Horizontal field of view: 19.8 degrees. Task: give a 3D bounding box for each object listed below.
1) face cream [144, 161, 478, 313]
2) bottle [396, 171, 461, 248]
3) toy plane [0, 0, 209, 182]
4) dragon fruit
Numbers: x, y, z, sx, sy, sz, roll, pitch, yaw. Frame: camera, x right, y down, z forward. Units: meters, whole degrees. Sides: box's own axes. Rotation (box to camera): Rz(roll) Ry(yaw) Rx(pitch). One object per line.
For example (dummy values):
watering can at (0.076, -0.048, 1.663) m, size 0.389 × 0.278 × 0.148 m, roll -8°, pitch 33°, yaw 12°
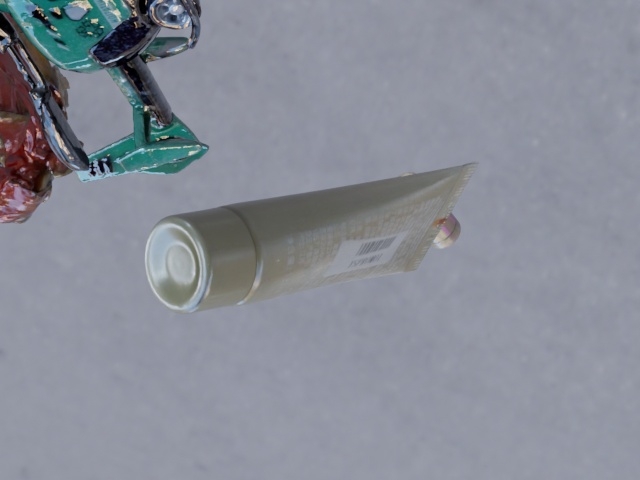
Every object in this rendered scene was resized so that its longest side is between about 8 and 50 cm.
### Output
face cream at (0.000, 0.000, 1.604) m, size 0.084 × 0.341 × 0.137 m, roll 47°, pitch 127°, yaw 28°
bottle at (0.112, -0.031, 1.978) m, size 0.045 × 0.045 × 0.096 m, roll -3°, pitch 147°, yaw 37°
toy plane at (-0.144, -0.147, 1.139) m, size 0.155 × 0.106 × 0.382 m, roll -12°, pitch 148°, yaw 11°
dragon fruit at (-0.259, -0.079, 1.394) m, size 0.148 × 0.224 × 0.218 m, roll 24°, pitch -175°, yaw -13°
